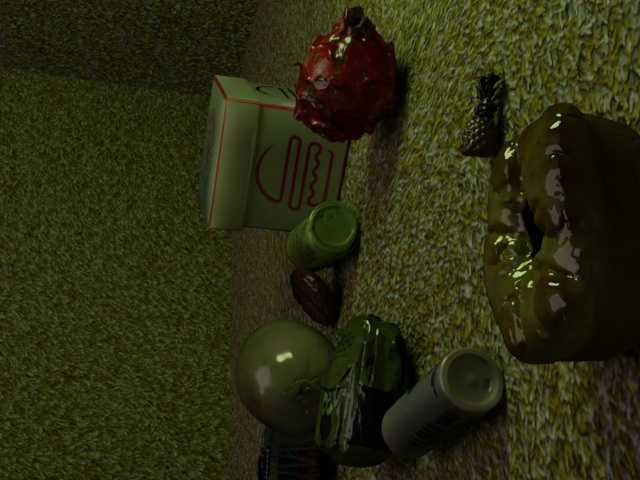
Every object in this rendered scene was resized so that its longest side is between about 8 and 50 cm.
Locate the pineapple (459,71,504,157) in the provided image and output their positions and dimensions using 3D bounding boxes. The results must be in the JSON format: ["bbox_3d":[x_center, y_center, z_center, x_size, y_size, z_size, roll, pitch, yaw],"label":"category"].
[{"bbox_3d":[0.226,-0.179,1.311,0.058,0.058,0.124,177,100,-77],"label":"pineapple"}]

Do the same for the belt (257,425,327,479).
[{"bbox_3d":[-0.061,0.504,2.005,0.207,0.150,0.257,101,171,-63],"label":"belt"}]

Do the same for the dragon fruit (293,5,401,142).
[{"bbox_3d":[0.058,-0.315,1.787,0.205,0.210,0.268,-54,-20,-54],"label":"dragon fruit"}]

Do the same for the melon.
[{"bbox_3d":[-0.065,0.281,1.952,0.317,0.223,0.222,-152,69,-73],"label":"melon"}]

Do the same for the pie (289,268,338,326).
[{"bbox_3d":[-0.016,0.125,2.087,0.154,0.036,0.154,42,153,28],"label":"pie"}]

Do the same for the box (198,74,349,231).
[{"bbox_3d":[-0.118,-0.203,2.234,0.314,0.300,0.312,-121,39,-68],"label":"box"}]

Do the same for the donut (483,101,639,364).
[{"bbox_3d":[0.252,-0.003,0.959,0.208,0.128,0.261,137,137,-72],"label":"donut"}]

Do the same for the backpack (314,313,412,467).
[{"bbox_3d":[0.079,0.251,1.568,0.207,0.140,0.253,142,139,-72],"label":"backpack"}]

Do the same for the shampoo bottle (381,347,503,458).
[{"bbox_3d":[0.157,0.243,1.328,0.303,0.092,0.092,120,153,-60],"label":"shampoo bottle"}]

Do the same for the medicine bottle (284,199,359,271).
[{"bbox_3d":[0.000,0.000,2.043,0.239,0.124,0.124,140,135,-72],"label":"medicine bottle"}]
